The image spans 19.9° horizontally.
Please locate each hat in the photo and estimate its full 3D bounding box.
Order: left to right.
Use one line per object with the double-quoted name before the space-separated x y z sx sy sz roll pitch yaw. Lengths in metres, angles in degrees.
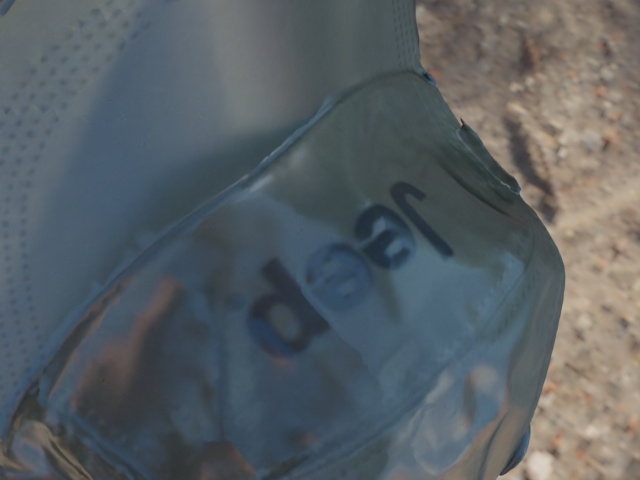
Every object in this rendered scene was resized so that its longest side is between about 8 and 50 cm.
"hat" 0.000 0.000 0.536 0.214 0.149 0.244 -44 163 -21
